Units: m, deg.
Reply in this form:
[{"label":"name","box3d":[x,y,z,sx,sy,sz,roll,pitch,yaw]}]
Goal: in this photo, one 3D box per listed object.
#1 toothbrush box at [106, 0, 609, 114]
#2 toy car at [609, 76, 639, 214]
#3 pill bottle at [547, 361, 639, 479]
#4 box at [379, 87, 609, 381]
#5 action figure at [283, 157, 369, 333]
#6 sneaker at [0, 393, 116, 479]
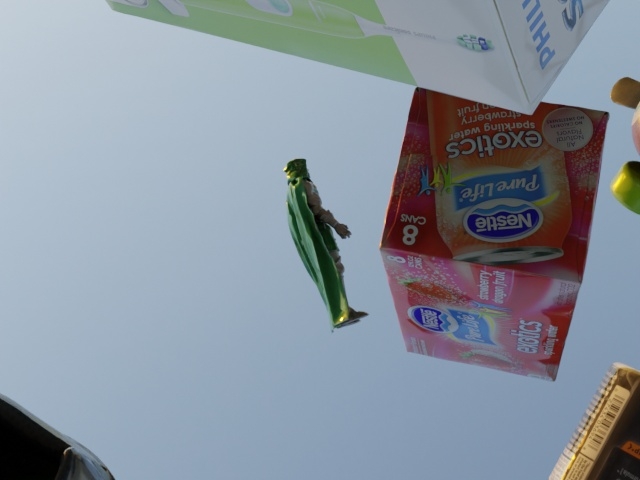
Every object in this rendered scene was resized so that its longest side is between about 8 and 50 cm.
[{"label":"toothbrush box","box3d":[-0.022,-0.191,0.455,0.283,0.206,0.122,23,-113,39]},{"label":"toy car","box3d":[0.323,-0.130,0.945,0.149,0.155,0.188,10,-144,-25]},{"label":"pill bottle","box3d":[0.280,0.251,0.995,0.130,0.130,0.245,28,-90,39]},{"label":"box","box3d":[0.125,0.007,0.757,0.128,0.257,0.122,10,-109,12]},{"label":"action figure","box3d":[0.000,0.000,1.369,0.063,0.137,0.232,-17,-99,-16]},{"label":"sneaker","box3d":[-0.209,0.113,0.548,0.300,0.121,0.111,11,-135,23]}]
